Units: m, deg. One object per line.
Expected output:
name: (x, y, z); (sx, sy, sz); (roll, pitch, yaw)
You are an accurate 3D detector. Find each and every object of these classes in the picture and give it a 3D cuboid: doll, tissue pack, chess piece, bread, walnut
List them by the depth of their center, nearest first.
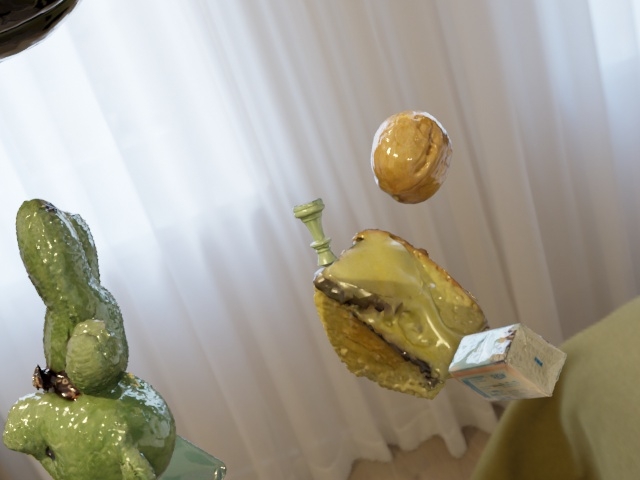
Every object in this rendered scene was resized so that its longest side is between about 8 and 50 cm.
doll: (-0.121, 0.056, 0.389); (0.077, 0.150, 0.115); (-14, -5, -16)
tissue pack: (0.191, 0.128, 0.819); (0.094, 0.074, 0.058); (-25, 33, 57)
bread: (0.118, 0.113, 1.244); (0.204, 0.262, 0.162); (-41, -7, -33)
chess piece: (0.000, 0.000, 1.433); (0.059, 0.149, 0.059); (-20, 4, 1)
walnut: (0.208, -0.193, 1.845); (0.195, 0.195, 0.221); (-2, 55, 34)

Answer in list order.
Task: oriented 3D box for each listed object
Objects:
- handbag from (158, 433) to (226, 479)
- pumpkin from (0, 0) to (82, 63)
handbag: (-0.229, 0.342, 0.981); (0.221, 0.144, 0.057); (-57, -3, -24)
pumpkin: (-0.228, -0.250, 0.444); (0.296, 0.296, 0.296); (-16, 24, 7)
